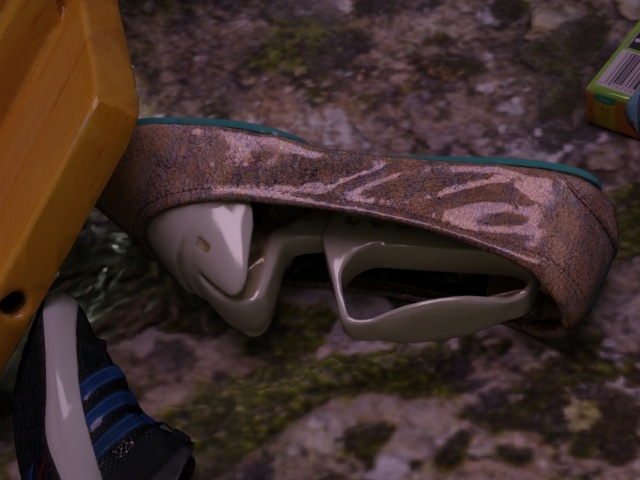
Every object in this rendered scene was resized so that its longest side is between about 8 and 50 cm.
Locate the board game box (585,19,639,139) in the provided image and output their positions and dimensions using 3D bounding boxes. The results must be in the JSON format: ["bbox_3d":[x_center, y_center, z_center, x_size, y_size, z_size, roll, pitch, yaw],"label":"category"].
[{"bbox_3d":[0.299,-0.078,1.062,0.259,0.039,0.124,20,53,29],"label":"board game box"}]

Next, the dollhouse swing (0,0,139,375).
[{"bbox_3d":[-0.250,-0.027,0.809,0.315,0.347,0.305,-60,34,8],"label":"dollhouse swing"}]

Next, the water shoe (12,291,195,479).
[{"bbox_3d":[-0.107,0.110,0.923,0.080,0.073,0.203,8,40,-23],"label":"water shoe"}]

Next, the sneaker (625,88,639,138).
[{"bbox_3d":[0.227,-0.047,0.994,0.125,0.104,0.262,-2,61,38],"label":"sneaker"}]

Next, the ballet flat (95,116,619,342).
[{"bbox_3d":[0.000,0.000,0.984,0.316,0.107,0.106,4,60,13],"label":"ballet flat"}]
